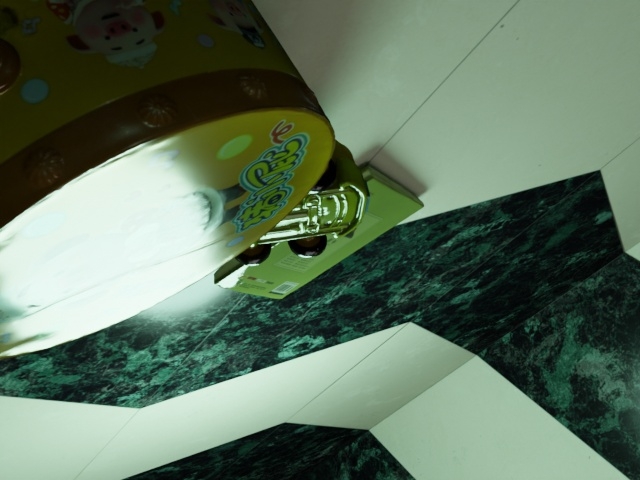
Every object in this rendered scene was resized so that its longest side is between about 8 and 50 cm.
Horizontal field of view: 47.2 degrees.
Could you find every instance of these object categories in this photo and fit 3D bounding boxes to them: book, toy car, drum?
[{"bbox_3d":[0.000,0.000,1.330,0.352,0.035,0.239,-34,155,19],"label":"book"},{"bbox_3d":[-0.064,-0.073,1.010,0.248,0.142,0.200,-7,151,-12],"label":"toy car"},{"bbox_3d":[-0.209,-0.078,0.695,0.431,0.214,0.431,-30,167,-8],"label":"drum"}]
